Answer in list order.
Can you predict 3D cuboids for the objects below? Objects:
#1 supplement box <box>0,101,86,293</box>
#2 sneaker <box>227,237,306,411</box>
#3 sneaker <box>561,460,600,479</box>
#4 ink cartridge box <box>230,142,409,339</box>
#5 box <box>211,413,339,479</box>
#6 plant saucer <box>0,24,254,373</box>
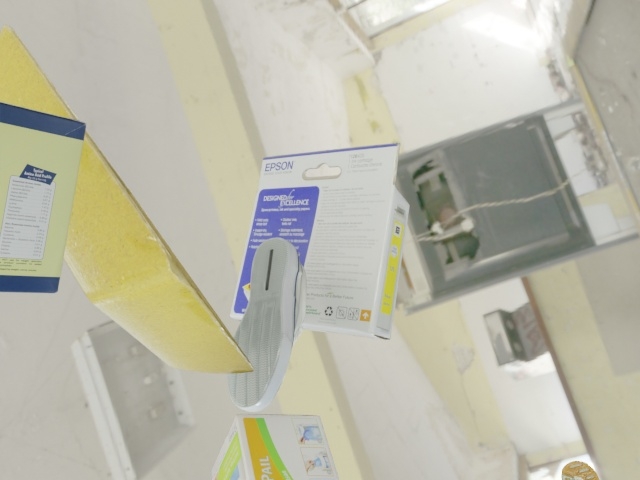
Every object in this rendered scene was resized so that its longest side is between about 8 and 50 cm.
[{"bbox_3d":[-0.163,-0.024,0.288,0.083,0.056,0.083,8,-85,-50],"label":"supplement box"},{"bbox_3d":[-0.060,0.123,0.912,0.091,0.094,0.258,47,-135,-47],"label":"sneaker"},{"bbox_3d":[0.187,0.195,0.434,0.037,0.032,0.083,54,-151,-55],"label":"sneaker"},{"bbox_3d":[0.000,0.000,1.086,0.072,0.304,0.307,28,-111,-48],"label":"ink cartridge box"},{"bbox_3d":[-0.039,0.298,0.668,0.103,0.114,0.203,8,-144,-25],"label":"box"},{"bbox_3d":[-0.218,-0.005,0.680,0.333,0.081,0.332,50,169,23],"label":"plant saucer"}]
